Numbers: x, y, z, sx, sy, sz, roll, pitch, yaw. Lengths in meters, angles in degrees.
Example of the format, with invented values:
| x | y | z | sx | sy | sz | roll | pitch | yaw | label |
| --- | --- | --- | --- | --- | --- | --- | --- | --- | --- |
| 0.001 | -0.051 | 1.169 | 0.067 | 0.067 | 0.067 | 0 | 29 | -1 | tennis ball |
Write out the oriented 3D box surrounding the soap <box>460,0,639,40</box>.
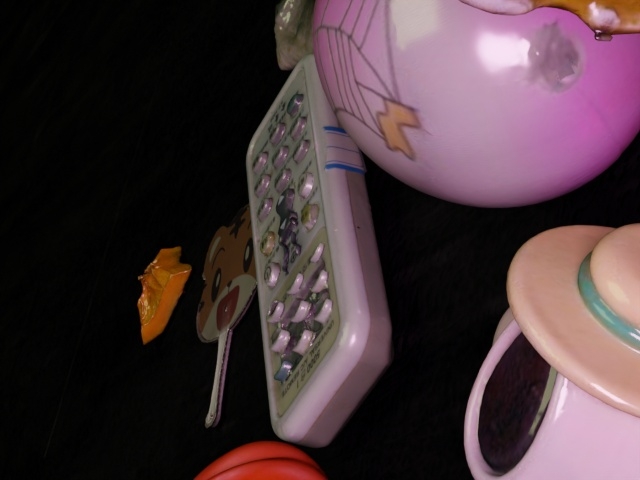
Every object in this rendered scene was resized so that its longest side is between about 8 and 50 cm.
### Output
| x | y | z | sx | sy | sz | roll | pitch | yaw | label |
| --- | --- | --- | --- | --- | --- | --- | --- | --- | --- |
| 0.148 | -0.200 | 0.765 | 0.281 | 0.259 | 0.143 | -108 | 22 | -52 | soap |

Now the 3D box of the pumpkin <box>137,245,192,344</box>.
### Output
| x | y | z | sx | sy | sz | roll | pitch | yaw | label |
| --- | --- | --- | --- | --- | --- | --- | --- | --- | --- |
| -0.163 | 0.052 | 1.637 | 0.101 | 0.035 | 0.073 | -63 | 26 | 17 | pumpkin |

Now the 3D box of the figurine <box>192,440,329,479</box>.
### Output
| x | y | z | sx | sy | sz | roll | pitch | yaw | label |
| --- | --- | --- | --- | --- | --- | --- | --- | --- | --- |
| -0.074 | 0.275 | 1.077 | 0.208 | 0.181 | 0.257 | 89 | -172 | -51 | figurine |

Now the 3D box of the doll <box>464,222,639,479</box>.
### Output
| x | y | z | sx | sy | sz | roll | pitch | yaw | label |
| --- | --- | --- | --- | --- | --- | --- | --- | --- | --- |
| 0.124 | 0.130 | 0.784 | 0.208 | 0.144 | 0.271 | 111 | 176 | -80 | doll |

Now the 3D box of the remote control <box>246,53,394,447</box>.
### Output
| x | y | z | sx | sy | sz | roll | pitch | yaw | label |
| --- | --- | --- | --- | --- | --- | --- | --- | --- | --- |
| 0.000 | 0.000 | 1.242 | 0.128 | 0.065 | 0.335 | -54 | 28 | 34 | remote control |

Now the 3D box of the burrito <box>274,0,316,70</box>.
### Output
| x | y | z | sx | sy | sz | roll | pitch | yaw | label |
| --- | --- | --- | --- | --- | --- | --- | --- | --- | --- |
| 0.036 | -0.206 | 1.315 | 0.309 | 0.066 | 0.096 | 155 | 126 | -65 | burrito |

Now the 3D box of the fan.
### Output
| x | y | z | sx | sy | sz | roll | pitch | yaw | label |
| --- | --- | --- | --- | --- | --- | --- | --- | --- | --- |
| -0.081 | 0.062 | 1.466 | 0.152 | 0.008 | 0.227 | -41 | 37 | 51 | fan |

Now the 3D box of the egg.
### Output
| x | y | z | sx | sy | sz | roll | pitch | yaw | label |
| --- | --- | --- | --- | --- | --- | --- | --- | --- | --- |
| 0.087 | -0.122 | 0.951 | 0.196 | 0.196 | 0.271 | -67 | 29 | 12 | egg |
